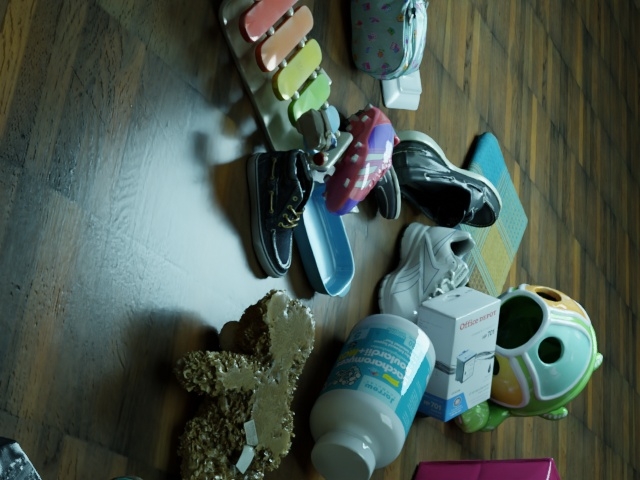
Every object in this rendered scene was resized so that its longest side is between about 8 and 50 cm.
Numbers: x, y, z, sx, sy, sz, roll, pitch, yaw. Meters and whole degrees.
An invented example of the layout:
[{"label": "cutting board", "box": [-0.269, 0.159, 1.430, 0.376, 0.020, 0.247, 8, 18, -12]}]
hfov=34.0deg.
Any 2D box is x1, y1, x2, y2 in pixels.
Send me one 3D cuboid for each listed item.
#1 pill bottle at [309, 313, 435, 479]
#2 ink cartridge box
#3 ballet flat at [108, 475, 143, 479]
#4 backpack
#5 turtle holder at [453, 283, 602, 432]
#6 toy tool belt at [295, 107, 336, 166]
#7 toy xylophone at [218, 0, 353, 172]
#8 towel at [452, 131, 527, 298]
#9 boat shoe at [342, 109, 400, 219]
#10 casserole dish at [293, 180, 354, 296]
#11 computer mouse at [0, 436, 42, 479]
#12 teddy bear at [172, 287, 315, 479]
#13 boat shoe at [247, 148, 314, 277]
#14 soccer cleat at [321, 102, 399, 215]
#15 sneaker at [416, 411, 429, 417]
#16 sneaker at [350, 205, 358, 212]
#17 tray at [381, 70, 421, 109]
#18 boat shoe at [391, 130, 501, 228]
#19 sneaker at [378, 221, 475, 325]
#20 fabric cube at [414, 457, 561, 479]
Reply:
[{"label": "pill bottle", "box": [0.073, 0.244, 1.585, 0.146, 0.146, 0.264, 65, 33, -28]}, {"label": "ink cartridge box", "box": [0.228, 0.191, 1.782, 0.139, 0.082, 0.191, -17, 119, -45]}, {"label": "ballet flat", "box": [-0.240, 0.401, 1.073, 0.106, 0.107, 0.316, 75, 29, -56]}, {"label": "backpack", "box": [0.116, -0.371, 1.823, 0.115, 0.151, 0.182, -21, 115, -54]}, {"label": "turtle holder", "box": [0.383, 0.222, 2.068, 0.227, 0.320, 0.243, 50, 15, -53]}, {"label": "toy tool belt", "box": [0.002, -0.146, 1.488, 0.051, 0.052, 0.083, -5, 75, -55]}, {"label": "toy xylophone", "box": [-0.044, -0.271, 1.562, 0.323, 0.081, 0.236, 63, 35, -32]}, {"label": "towel", "box": [0.351, -0.030, 2.245, 0.271, 0.040, 0.370, 63, 37, -29]}, {"label": "boat shoe", "box": [0.086, -0.125, 1.799, 0.064, 0.075, 0.206, -21, 113, -16]}, {"label": "casserole dish", "box": [0.000, 0.000, 1.623, 0.114, 0.037, 0.189, -43, 119, -55]}, {"label": "computer mouse", "box": [-0.333, 0.191, 1.005, 0.242, 0.041, 0.071, 65, 25, -16]}, {"label": "teddy bear", "box": [-0.110, 0.226, 1.335, 0.245, 0.113, 0.338, 17, 77, -51]}, {"label": "boat shoe", "box": [-0.051, -0.039, 1.493, 0.065, 0.083, 0.184, -13, 95, -60]}, {"label": "soccer cleat", "box": [0.072, -0.116, 1.650, 0.095, 0.083, 0.248, 42, 39, -22]}, {"label": "sneaker", "box": [0.218, 0.234, 1.933, 0.223, 0.098, 0.083, -40, 140, -31]}, {"label": "sneaker", "box": [0.037, -0.062, 1.705, 0.083, 0.031, 0.037, 4, 81, -61]}, {"label": "tray", "box": [0.145, -0.383, 1.970, 0.145, 0.030, 0.271, -9, 91, -59]}, {"label": "boat shoe", "box": [0.232, -0.079, 1.946, 0.340, 0.127, 0.113, 38, 45, -48]}, {"label": "sneaker", "box": [0.187, 0.076, 1.841, 0.111, 0.129, 0.297, 60, 38, -39]}, {"label": "fabric cube", "box": [0.282, 0.550, 1.774, 0.254, 0.259, 0.258, 65, 32, -27]}]
